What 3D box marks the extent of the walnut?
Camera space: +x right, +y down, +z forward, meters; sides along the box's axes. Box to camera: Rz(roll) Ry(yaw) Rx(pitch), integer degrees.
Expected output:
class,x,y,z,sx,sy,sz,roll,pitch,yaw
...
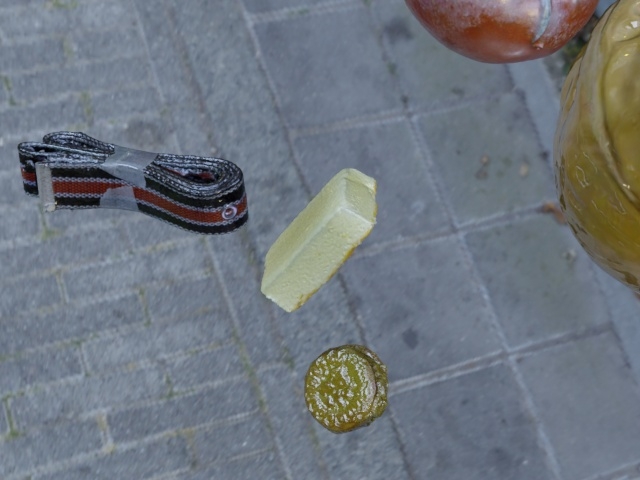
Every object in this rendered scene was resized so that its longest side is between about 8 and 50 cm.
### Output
class,x,y,z,sx,sy,sz,roll,pitch,yaw
walnut,0.232,-0.065,0.684,0.193,0.193,0.226,21,42,-7

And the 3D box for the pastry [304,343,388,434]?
class,x,y,z,sx,sy,sz,roll,pitch,yaw
pastry,0.029,0.166,1.279,0.109,0.057,0.097,27,100,32

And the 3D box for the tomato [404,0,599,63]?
class,x,y,z,sx,sy,sz,roll,pitch,yaw
tomato,0.184,-0.297,1.197,0.232,0.188,0.232,-2,98,-18

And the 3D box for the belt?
class,x,y,z,sx,sy,sz,roll,pitch,yaw
belt,-0.274,-0.087,1.682,0.359,0.094,0.126,10,33,16

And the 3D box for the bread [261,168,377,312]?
class,x,y,z,sx,sy,sz,roll,pitch,yaw
bread,0.001,-0.001,1.540,0.068,0.188,0.125,35,26,-16
